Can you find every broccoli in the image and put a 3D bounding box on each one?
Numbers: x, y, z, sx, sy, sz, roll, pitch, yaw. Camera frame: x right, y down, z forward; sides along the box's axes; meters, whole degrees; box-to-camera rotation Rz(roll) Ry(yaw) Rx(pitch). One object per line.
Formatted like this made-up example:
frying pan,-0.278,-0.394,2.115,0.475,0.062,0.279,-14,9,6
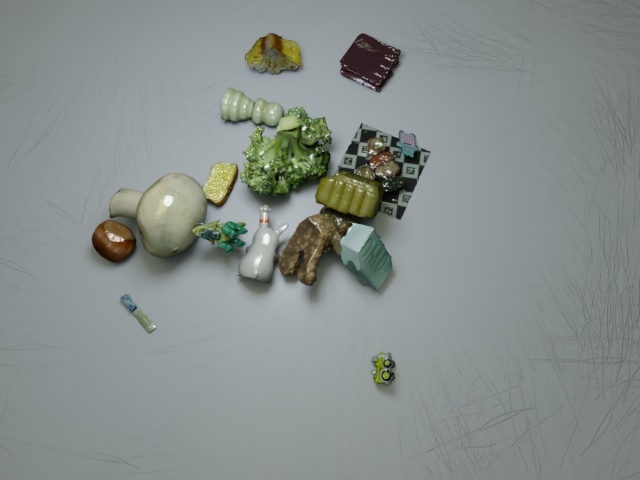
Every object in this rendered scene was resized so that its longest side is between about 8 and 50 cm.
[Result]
broccoli,-0.123,-0.336,1.776,0.339,0.317,0.277,-2,52,-40

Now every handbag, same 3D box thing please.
handbag,0.211,-0.754,1.996,0.216,0.074,0.203,28,75,8

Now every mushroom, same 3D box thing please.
mushroom,-0.592,-0.107,1.692,0.336,0.314,0.314,14,73,5

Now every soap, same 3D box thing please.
soap,0.162,0.053,1.655,0.091,0.230,0.145,20,70,42

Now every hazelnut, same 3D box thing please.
hazelnut,-0.769,0.005,1.739,0.150,0.150,0.150,0,72,1

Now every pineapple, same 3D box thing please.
pineapple,-0.195,-0.771,1.947,0.237,0.186,0.114,-9,74,-9

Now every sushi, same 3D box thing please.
sushi,0.236,-0.289,1.848,0.320,0.069,0.339,25,74,8

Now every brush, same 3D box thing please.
brush,-0.665,0.261,1.710,0.033,0.030,0.178,-40,75,-21

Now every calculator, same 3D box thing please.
calculator,0.346,-0.386,1.877,0.094,0.019,0.141,14,53,-10

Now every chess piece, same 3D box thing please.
chess piece,-0.270,-0.529,1.915,0.243,0.133,0.133,13,73,-2

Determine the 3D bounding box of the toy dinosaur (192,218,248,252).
toy dinosaur,-0.328,-0.030,1.696,0.153,0.259,0.094,29,113,25

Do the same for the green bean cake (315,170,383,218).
green bean cake,0.111,-0.174,1.716,0.233,0.236,0.124,19,105,7

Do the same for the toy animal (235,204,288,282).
toy animal,-0.205,0.024,1.729,0.141,0.138,0.282,17,66,-2

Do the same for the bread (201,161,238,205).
bread,-0.392,-0.225,1.842,0.103,0.065,0.187,15,75,7

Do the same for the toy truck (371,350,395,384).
toy truck,0.213,0.438,1.621,0.077,0.076,0.111,-4,70,21

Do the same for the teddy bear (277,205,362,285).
teddy bear,-0.002,0.010,1.722,0.246,0.223,0.296,21,97,41
